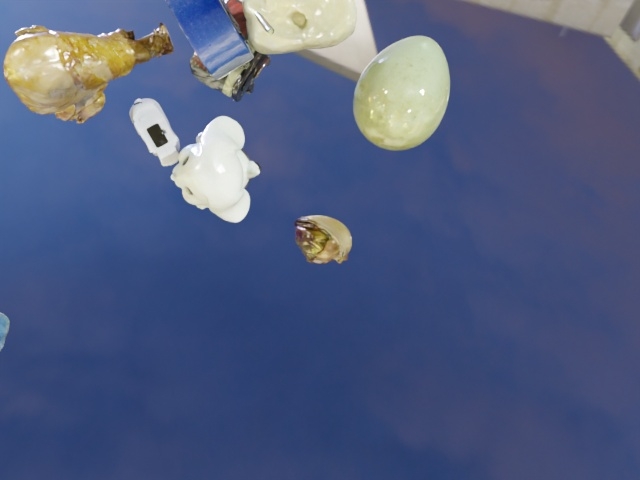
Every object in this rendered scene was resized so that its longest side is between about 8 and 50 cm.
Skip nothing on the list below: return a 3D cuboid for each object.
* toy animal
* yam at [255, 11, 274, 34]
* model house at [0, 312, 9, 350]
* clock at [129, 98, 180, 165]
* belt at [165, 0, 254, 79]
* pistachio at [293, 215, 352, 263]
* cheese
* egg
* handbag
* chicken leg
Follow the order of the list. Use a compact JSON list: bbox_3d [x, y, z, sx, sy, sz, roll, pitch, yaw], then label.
[{"bbox_3d":[-0.250,-0.160,1.648,0.174,0.249,0.289,-7,-147,9],"label":"toy animal"},{"bbox_3d":[-0.100,-0.388,1.179,0.014,0.014,0.107,0,-146,-22],"label":"yam"},{"bbox_3d":[-0.677,0.179,0.985,0.395,0.400,0.445,27,178,-29],"label":"model house"},{"bbox_3d":[-0.413,-0.276,1.661,0.080,0.176,0.117,-30,-162,-5],"label":"clock"},{"bbox_3d":[-0.287,-0.550,1.543,0.347,0.117,0.212,61,-176,4],"label":"belt"},{"bbox_3d":[0.000,0.000,1.722,0.130,0.165,0.210,-45,-149,-10],"label":"pistachio"},{"bbox_3d":[-0.024,-0.553,1.570,0.247,0.174,0.251,1,-154,20],"label":"cheese"},{"bbox_3d":[0.200,-0.355,1.568,0.218,0.218,0.295,26,-100,8],"label":"egg"},{"bbox_3d":[-0.228,-0.525,1.821,0.181,0.181,0.254,30,-97,-5],"label":"handbag"},{"bbox_3d":[-0.545,-0.407,1.586,0.409,0.295,0.182,-29,-110,-28],"label":"chicken leg"}]
